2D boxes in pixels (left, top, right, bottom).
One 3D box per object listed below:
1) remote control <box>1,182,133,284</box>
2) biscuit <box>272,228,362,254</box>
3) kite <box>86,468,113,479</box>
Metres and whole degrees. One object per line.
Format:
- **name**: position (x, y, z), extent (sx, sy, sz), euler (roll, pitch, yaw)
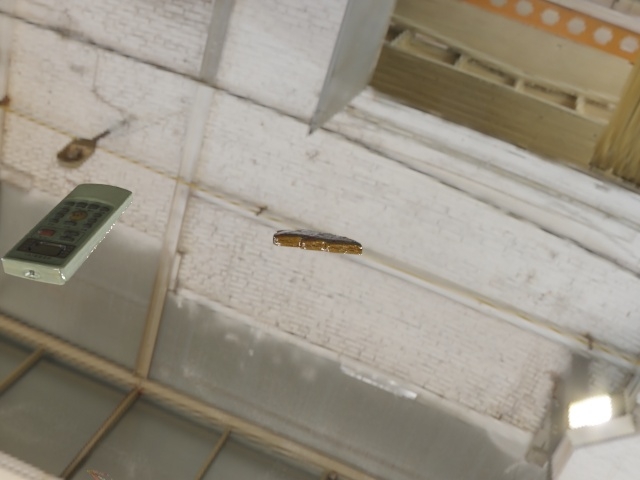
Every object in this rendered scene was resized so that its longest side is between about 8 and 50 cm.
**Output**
- **remote control**: position (-0.449, -0.024, 1.522), extent (0.123, 0.038, 0.285), euler (11, -144, 12)
- **biscuit**: position (0.000, 0.000, 1.145), extent (0.130, 0.019, 0.119), euler (11, -171, 25)
- **kite**: position (-0.220, 0.374, 1.033), extent (0.016, 0.127, 0.229), euler (-30, -98, -32)
